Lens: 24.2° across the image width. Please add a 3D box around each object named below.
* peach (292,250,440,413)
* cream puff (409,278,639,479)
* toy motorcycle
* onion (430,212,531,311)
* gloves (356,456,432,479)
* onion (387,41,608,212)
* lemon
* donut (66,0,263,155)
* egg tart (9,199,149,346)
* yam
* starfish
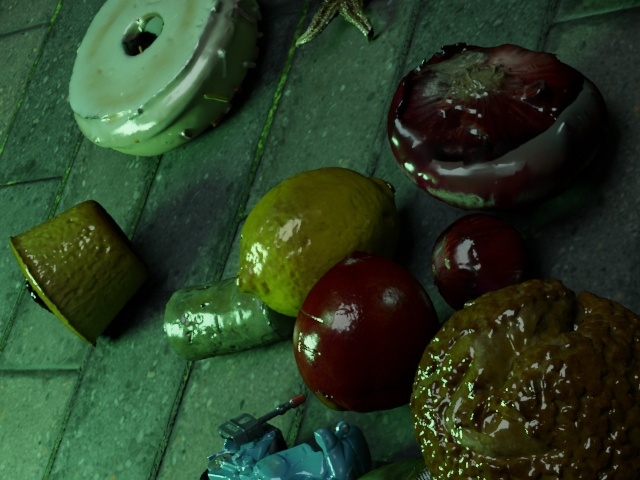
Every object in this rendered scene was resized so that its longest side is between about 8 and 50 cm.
[{"bbox_3d":[0.054,0.111,1.815,0.197,0.197,0.197,-26,47,31],"label":"peach"},{"bbox_3d":[0.232,0.172,1.544,0.303,0.212,0.303,-13,52,17],"label":"cream puff"},{"bbox_3d":[-0.039,0.283,1.838,0.182,0.123,0.272,-29,20,-22],"label":"toy motorcycle"},{"bbox_3d":[0.193,0.031,1.795,0.131,0.131,0.131,-26,47,31],"label":"onion"},{"bbox_3d":[0.102,0.310,1.697,0.268,0.135,0.107,-40,0,15],"label":"gloves"},{"bbox_3d":[0.221,-0.120,1.848,0.272,0.195,0.272,-7,44,7],"label":"onion"},{"bbox_3d":[0.000,0.000,1.949,0.256,0.188,0.188,-33,35,-17],"label":"lemon"},{"bbox_3d":[-0.250,-0.303,2.464,0.382,0.142,0.383,-25,48,31],"label":"donut"},{"bbox_3d":[-0.369,0.046,2.305,0.171,0.215,0.215,-37,40,-1],"label":"egg tart"},{"bbox_3d":[-0.118,0.104,2.073,0.194,0.107,0.107,-14,54,38],"label":"yam"},{"bbox_3d":[0.035,-0.382,2.303,0.238,0.057,0.213,15,67,45],"label":"starfish"}]
